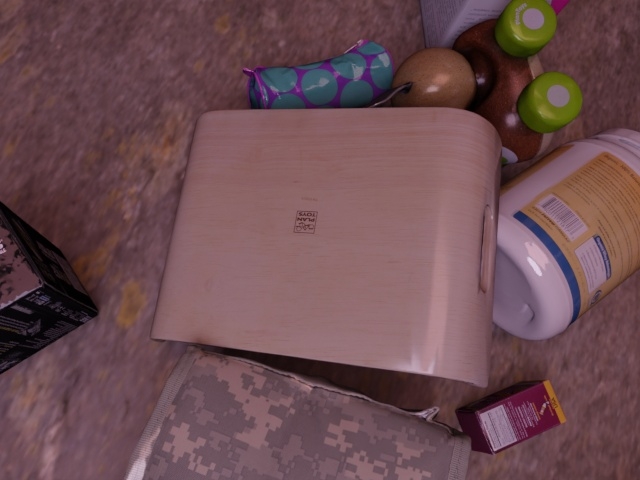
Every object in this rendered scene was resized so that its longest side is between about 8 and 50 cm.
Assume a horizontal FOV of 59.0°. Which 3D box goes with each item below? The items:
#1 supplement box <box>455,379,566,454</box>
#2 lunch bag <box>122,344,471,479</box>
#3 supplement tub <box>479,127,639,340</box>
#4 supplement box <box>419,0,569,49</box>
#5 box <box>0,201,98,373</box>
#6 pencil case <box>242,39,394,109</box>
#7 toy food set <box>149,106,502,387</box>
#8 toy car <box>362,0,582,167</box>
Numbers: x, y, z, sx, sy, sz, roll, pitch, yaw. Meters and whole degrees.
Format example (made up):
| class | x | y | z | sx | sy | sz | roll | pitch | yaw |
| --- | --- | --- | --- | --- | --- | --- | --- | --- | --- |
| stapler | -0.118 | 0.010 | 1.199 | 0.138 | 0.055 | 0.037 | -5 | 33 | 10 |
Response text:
| class | x | y | z | sx | sy | sz | roll | pitch | yaw |
| --- | --- | --- | --- | --- | --- | --- | --- | --- | --- |
| supplement box | 0.184 | 0.170 | 0.549 | 0.083 | 0.055 | 0.043 | -18 | 79 | -13 |
| lunch bag | -0.032 | 0.240 | 0.420 | 0.235 | 0.169 | 0.287 | 16 | 75 | 10 |
| supplement tub | 0.243 | -0.011 | 0.560 | 0.199 | 0.144 | 0.144 | -32 | 82 | -15 |
| supplement box | 0.192 | -0.285 | 0.586 | 0.111 | 0.220 | 0.114 | -2 | 74 | -11 |
| box | -0.274 | 0.056 | 0.438 | 0.147 | 0.180 | 0.078 | -33 | 84 | -15 |
| pencil case | -0.001 | -0.166 | 0.603 | 0.151 | 0.064 | 0.070 | -18 | 99 | -15 |
| toy food set | 0.000 | 0.000 | 0.511 | 0.305 | 0.092 | 0.220 | 3 | 73 | 19 |
| toy car | 0.127 | -0.136 | 0.570 | 0.188 | 0.155 | 0.149 | -14 | 84 | -7 |
